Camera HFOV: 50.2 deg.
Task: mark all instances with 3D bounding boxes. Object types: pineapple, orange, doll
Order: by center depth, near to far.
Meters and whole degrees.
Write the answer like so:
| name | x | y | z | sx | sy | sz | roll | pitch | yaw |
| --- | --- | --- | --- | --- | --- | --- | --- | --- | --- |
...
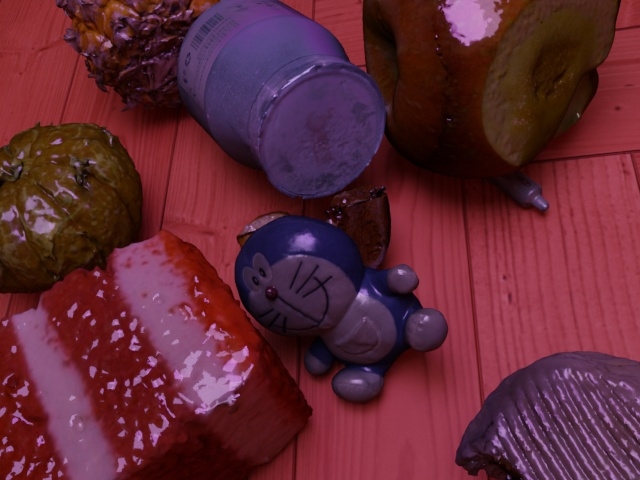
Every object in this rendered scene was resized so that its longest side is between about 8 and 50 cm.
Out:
| name | x | y | z | sx | sy | sz | roll | pitch | yaw |
| --- | --- | --- | --- | --- | --- | --- | --- | --- | --- |
| doll | 0.013 | 0.074 | 0.882 | 0.259 | 0.228 | 0.154 | 31 | 37 | -15 |
| orange | -0.418 | -0.038 | 1.065 | 0.301 | 0.223 | 0.300 | -30 | 42 | -4 |
| pineapple | -0.282 | -0.400 | 1.189 | 0.353 | 0.352 | 0.300 | -22 | 67 | 2 |

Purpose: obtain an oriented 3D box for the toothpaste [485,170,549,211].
| name | x | y | z | sx | sy | sz | roll | pitch | yaw |
| --- | --- | --- | --- | --- | --- | --- | --- | --- | --- |
| toothpaste | 0.259 | -0.115 | 1.043 | 0.060 | 0.038 | 0.233 | -35 | 55 | -12 |

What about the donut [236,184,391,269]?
| name | x | y | z | sx | sy | sz | roll | pitch | yaw |
| --- | --- | --- | --- | --- | --- | --- | --- | --- | --- |
| donut | -0.002 | 0.001 | 0.988 | 0.217 | 0.141 | 0.085 | -13 | 20 | 4 |

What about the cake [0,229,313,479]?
| name | x | y | z | sx | sy | sz | roll | pitch | yaw |
| --- | --- | --- | --- | --- | --- | --- | --- | --- | --- |
| cake | -0.212 | 0.192 | 0.848 | 0.320 | 0.269 | 0.270 | -34 | 59 | -6 |

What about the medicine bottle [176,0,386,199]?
| name | x | y | z | sx | sy | sz | roll | pitch | yaw |
| --- | --- | --- | --- | --- | --- | --- | --- | --- | --- |
| medicine bottle | -0.058 | -0.212 | 1.020 | 0.245 | 0.245 | 0.290 | -35 | 43 | -7 |

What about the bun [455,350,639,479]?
| name | x | y | z | sx | sy | sz | roll | pitch | yaw |
| --- | --- | --- | --- | --- | --- | --- | --- | --- | --- |
| bun | 0.303 | 0.251 | 0.723 | 0.282 | 0.205 | 0.281 | -14 | 58 | 24 |

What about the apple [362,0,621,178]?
| name | x | y | z | sx | sy | sz | roll | pitch | yaw |
| --- | --- | --- | --- | --- | --- | --- | --- | --- | --- |
| apple | 0.242 | -0.274 | 0.967 | 0.375 | 0.374 | 0.383 | -15 | 76 | 6 |
